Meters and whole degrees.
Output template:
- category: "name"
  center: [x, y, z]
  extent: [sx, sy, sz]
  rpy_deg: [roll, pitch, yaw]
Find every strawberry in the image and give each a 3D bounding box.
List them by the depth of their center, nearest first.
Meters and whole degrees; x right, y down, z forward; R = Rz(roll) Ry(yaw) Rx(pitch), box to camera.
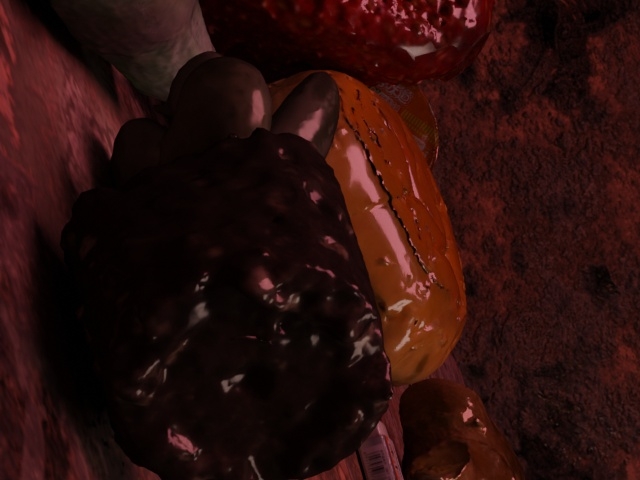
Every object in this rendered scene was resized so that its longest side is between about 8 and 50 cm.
- category: "strawberry"
  center: [0.002, -0.211, 1.123]
  extent: [0.288, 0.250, 0.238]
  rpy_deg: [31, -12, 18]

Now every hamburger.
- category: "hamburger"
  center: [0.000, 0.000, 1.014]
  extent: [0.244, 0.163, 0.244]
  rpy_deg: [-17, 90, -81]

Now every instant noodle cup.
- category: "instant noodle cup"
  center: [0.035, -0.081, 1.557]
  extent: [0.185, 0.168, 0.168]
  rpy_deg: [71, 2, -81]

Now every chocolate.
- category: "chocolate"
  center: [-0.121, -0.169, 0.827]
  extent: [0.291, 0.110, 0.110]
  rpy_deg: [62, 12, -60]

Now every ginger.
- category: "ginger"
  center: [0.146, 0.286, 1.548]
  extent: [0.270, 0.123, 0.219]
  rpy_deg: [-85, 154, -47]

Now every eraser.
- category: "eraser"
  center: [0.061, 0.227, 1.402]
  extent: [0.052, 0.029, 0.122]
  rpy_deg: [51, 23, -70]

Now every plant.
- category: "plant"
  center: [-0.052, -0.004, 0.767]
  extent: [0.274, 0.146, 0.149]
  rpy_deg: [-100, -172, -57]
